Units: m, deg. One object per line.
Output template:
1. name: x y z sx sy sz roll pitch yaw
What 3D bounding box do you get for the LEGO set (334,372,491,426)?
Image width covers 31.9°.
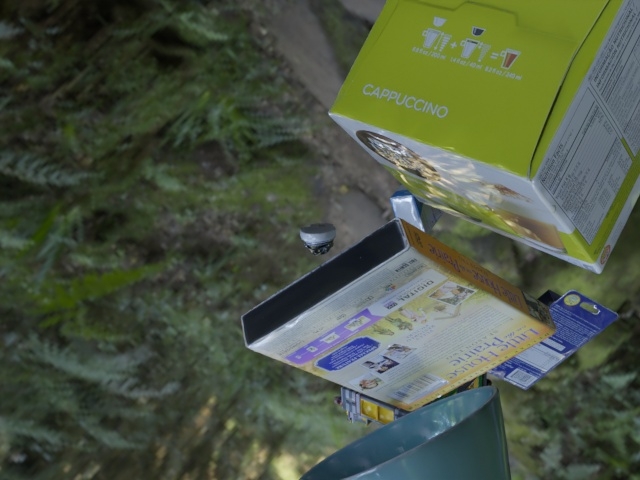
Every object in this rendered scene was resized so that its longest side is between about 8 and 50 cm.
1. LEGO set: 0.163 0.319 2.118 0.192 0.331 0.255 18 133 32

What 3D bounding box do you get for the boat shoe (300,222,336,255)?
1. boat shoe: 0.000 0.000 1.569 0.049 0.040 0.142 1 -175 6

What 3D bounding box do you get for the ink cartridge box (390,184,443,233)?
1. ink cartridge box: 0.187 -0.071 2.120 0.052 0.122 0.088 -8 114 29

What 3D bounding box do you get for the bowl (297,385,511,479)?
1. bowl: 0.136 0.338 1.527 0.163 0.311 0.311 65 166 3

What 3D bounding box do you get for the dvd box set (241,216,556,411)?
1. dvd box set: 0.130 0.129 1.719 0.420 0.307 0.062 27 -141 -44

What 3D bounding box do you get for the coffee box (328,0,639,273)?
1. coffee box: 0.279 -0.209 1.583 0.337 0.338 0.334 23 172 35

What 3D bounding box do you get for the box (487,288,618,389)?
1. box: 0.385 0.162 1.919 0.136 0.225 0.036 27 -147 -33
